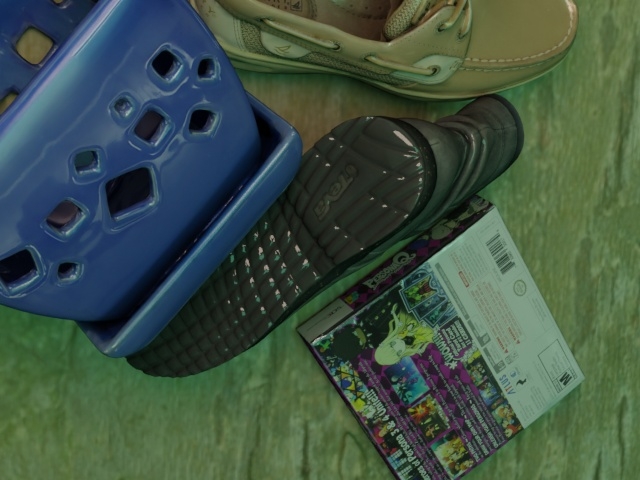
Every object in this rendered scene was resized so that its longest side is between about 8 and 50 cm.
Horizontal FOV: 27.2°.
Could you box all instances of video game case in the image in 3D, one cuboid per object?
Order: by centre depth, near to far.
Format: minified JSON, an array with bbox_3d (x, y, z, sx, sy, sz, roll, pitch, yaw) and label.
[{"bbox_3d":[0.119,0.107,1.231,0.210,0.042,0.232,-37,121,-8],"label":"video game case"}]

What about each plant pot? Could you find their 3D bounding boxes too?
[{"bbox_3d":[-0.166,-0.069,0.920,0.236,0.236,0.212,-49,128,-1],"label":"plant pot"}]

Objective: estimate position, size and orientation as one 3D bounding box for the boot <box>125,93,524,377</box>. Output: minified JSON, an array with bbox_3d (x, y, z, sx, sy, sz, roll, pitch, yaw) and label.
[{"bbox_3d":[0.000,0.000,1.072,0.223,0.338,0.118,-18,83,-60],"label":"boot"}]

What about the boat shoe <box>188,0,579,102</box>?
[{"bbox_3d":[0.068,-0.178,1.031,0.341,0.110,0.121,-3,84,-23],"label":"boat shoe"}]
